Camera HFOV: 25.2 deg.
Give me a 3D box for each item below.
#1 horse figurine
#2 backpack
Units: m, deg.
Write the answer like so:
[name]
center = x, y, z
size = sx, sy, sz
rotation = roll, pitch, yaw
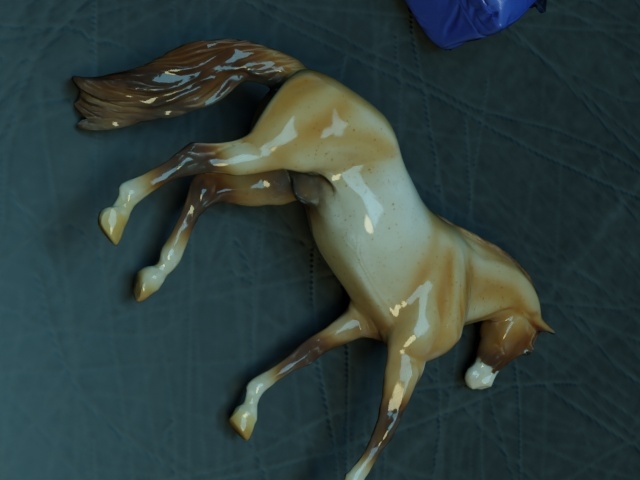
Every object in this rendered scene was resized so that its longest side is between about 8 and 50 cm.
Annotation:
[horse figurine]
center = 0.000, 0.000, 0.686
size = 0.174, 0.066, 0.263
rotation = -42, 106, -20
[backpack]
center = 0.102, -0.168, 0.744
size = 0.120, 0.101, 0.098
rotation = -39, 108, -30
